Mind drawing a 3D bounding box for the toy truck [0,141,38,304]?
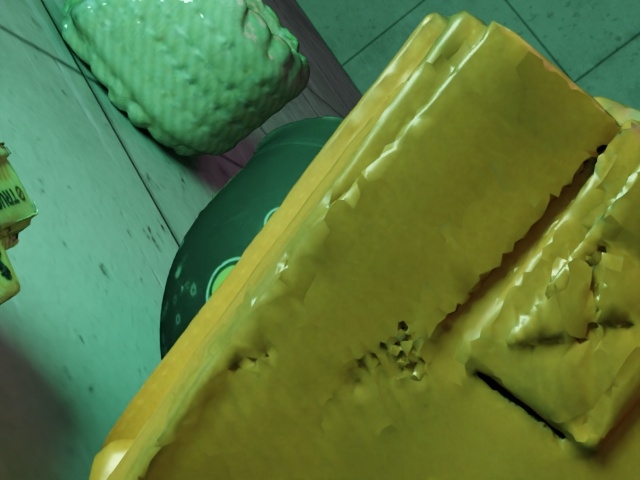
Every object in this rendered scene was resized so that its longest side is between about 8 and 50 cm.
[{"bbox_3d":[-0.165,0.003,0.346,0.116,0.085,0.191,57,9,-6],"label":"toy truck"}]

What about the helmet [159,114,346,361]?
[{"bbox_3d":[-0.001,0.073,0.550,0.230,0.160,0.279,42,-33,12],"label":"helmet"}]

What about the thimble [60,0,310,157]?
[{"bbox_3d":[-0.123,-0.188,0.899,0.219,0.150,0.219,51,11,-14],"label":"thimble"}]

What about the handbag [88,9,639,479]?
[{"bbox_3d":[0.126,0.140,0.392,0.410,0.303,0.116,37,9,-7],"label":"handbag"}]
